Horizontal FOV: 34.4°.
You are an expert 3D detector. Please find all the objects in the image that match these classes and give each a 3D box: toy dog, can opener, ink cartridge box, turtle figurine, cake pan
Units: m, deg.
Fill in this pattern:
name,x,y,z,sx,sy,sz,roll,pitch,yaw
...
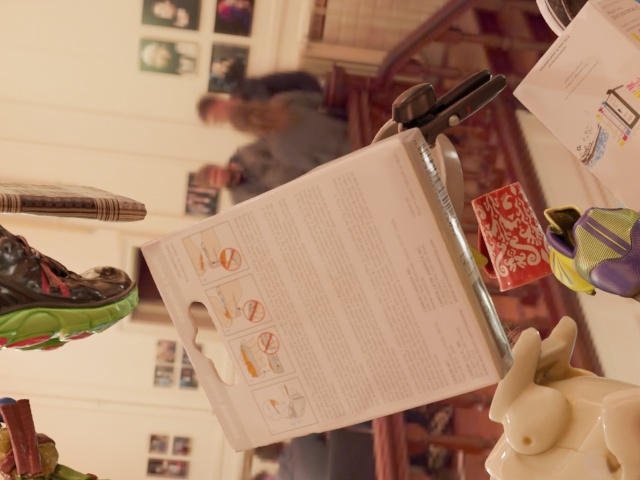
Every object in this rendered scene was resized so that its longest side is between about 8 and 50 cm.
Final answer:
name,x,y,z,sx,sy,sz,roll,pitch,yaw
toy dog,0.477,0.348,1.622,0.284,0.408,0.395,14,-81,-62
can opener,0.167,-0.170,1.299,0.059,0.186,0.073,38,142,37
ink cartridge box,0.414,-0.186,1.341,0.171,0.232,0.168,-28,-19,-46
turtle figurine,-0.419,0.390,1.505,0.274,0.266,0.198,-64,-24,-13
cake pan,0.152,-0.066,1.751,0.293,0.054,0.293,-13,76,63
ink cartridge box,0.004,0.073,1.280,0.308,0.385,0.091,67,-154,-7

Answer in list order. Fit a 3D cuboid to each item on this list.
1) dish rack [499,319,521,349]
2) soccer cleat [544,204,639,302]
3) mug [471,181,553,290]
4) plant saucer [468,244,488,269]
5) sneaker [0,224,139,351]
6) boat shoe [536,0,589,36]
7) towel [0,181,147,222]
name,x,y,z,sx,sy,sz,roll,pitch,yaw
dish rack,0.451,0.250,2.399,0.074,0.208,0.271,-47,47,17
soccer cleat,0.283,-0.002,1.091,0.093,0.121,0.289,-53,0,1
mug,0.325,-0.003,1.832,0.113,0.150,0.169,-19,-93,-57
plant saucer,0.123,0.023,1.566,0.188,0.188,0.045,-22,41,50
sneaker,-0.435,0.060,1.518,0.483,0.185,0.202,1,-110,-67
boat shoe,0.413,-0.475,1.716,0.102,0.108,0.301,-167,64,-82
towel,-0.512,-0.068,1.885,0.324,0.312,0.056,17,104,61
